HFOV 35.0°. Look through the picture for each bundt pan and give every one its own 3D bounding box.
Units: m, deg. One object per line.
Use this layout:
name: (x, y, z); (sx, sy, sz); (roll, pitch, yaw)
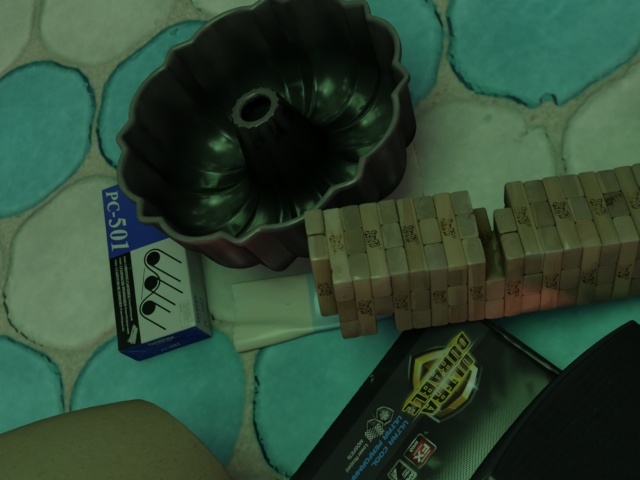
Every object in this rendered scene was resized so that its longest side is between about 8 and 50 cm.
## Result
bundt pan: (-0.047, -0.106, 1.085); (0.330, 0.124, 0.331); (-12, 55, 17)

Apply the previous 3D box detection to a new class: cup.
cup: (-0.202, 0.285, 0.927); (0.331, 0.331, 0.237); (32, 57, 30)

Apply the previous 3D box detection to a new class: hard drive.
hard drive: (0.242, 0.167, 0.803); (0.172, 0.054, 0.254); (33, 48, 27)

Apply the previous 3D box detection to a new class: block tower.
block tower: (0.160, 0.010, 0.932); (0.335, 0.097, 0.091); (-9, 51, 1)

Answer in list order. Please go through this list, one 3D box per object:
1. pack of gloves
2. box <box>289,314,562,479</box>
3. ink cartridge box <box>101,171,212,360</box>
pack of gloves: (0.000, 0.000, 1.087); (0.232, 0.046, 0.195); (-14, 65, 16)
box: (0.137, 0.241, 0.917); (0.293, 0.073, 0.295); (37, 87, 31)
ink cartridge box: (-0.189, 0.023, 1.155); (0.097, 0.046, 0.207); (-19, 63, 13)
